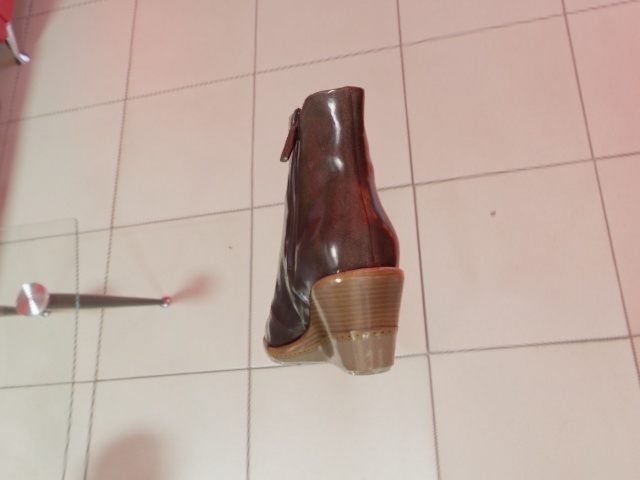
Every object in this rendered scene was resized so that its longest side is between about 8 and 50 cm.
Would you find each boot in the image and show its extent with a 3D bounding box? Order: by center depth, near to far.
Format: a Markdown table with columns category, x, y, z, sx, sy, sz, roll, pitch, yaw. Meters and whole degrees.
| category | x | y | z | sx | sy | sz | roll | pitch | yaw |
| --- | --- | --- | --- | --- | --- | --- | --- | --- | --- |
| boot | 0.000 | 0.000 | 0.546 | 0.090 | 0.248 | 0.207 | -5 | 85 | -19 |
